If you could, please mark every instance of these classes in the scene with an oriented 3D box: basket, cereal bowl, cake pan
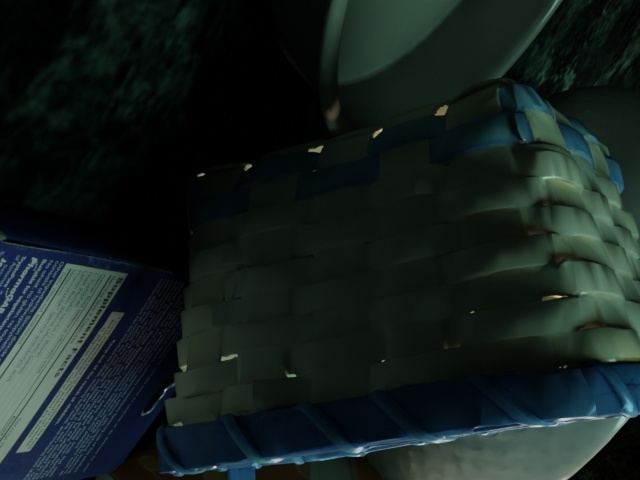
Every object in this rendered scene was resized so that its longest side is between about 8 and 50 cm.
[{"bbox_3d":[0.058,0.091,0.461,0.201,0.255,0.288,20,64,-56],"label":"basket"},{"bbox_3d":[0.123,0.022,0.722,0.339,0.141,0.339,-53,-172,10],"label":"cereal bowl"},{"bbox_3d":[0.080,-0.176,0.506,0.293,0.054,0.293,-43,158,-23],"label":"cake pan"}]

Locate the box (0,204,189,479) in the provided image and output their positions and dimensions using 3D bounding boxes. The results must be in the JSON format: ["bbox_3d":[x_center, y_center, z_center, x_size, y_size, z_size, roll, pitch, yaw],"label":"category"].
[{"bbox_3d":[-0.128,0.057,0.466,0.136,0.036,0.225,-54,158,6],"label":"box"}]

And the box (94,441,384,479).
[{"bbox_3d":[-0.013,0.245,0.772,0.345,0.215,0.168,-15,138,-60],"label":"box"}]
